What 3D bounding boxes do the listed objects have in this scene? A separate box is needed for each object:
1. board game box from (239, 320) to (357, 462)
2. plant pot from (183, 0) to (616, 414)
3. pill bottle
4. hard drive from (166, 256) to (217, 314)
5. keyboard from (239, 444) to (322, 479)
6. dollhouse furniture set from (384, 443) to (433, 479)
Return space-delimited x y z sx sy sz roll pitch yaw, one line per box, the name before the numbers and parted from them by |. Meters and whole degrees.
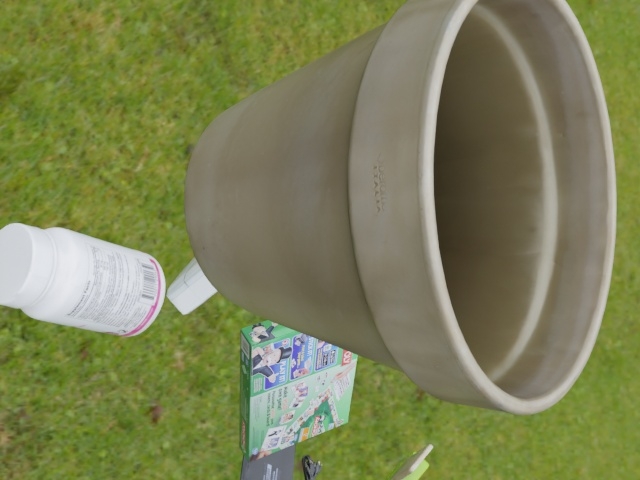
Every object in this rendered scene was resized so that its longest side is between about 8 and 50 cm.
board game box | -0.038 0.246 1.544 0.214 0.046 0.317 -17 135 -25
plant pot | 0.050 -0.032 0.713 0.323 0.281 0.323 3 86 -53
pill bottle | -0.420 0.068 1.505 0.283 0.160 0.160 23 64 -52
hard drive | -0.026 -0.060 1.109 0.047 0.353 0.233 50 24 -9
keyboard | -0.082 0.492 1.747 0.202 0.033 0.317 33 42 -27
dollhouse furniture set | 0.211 0.483 1.341 0.301 0.151 0.197 44 52 8
